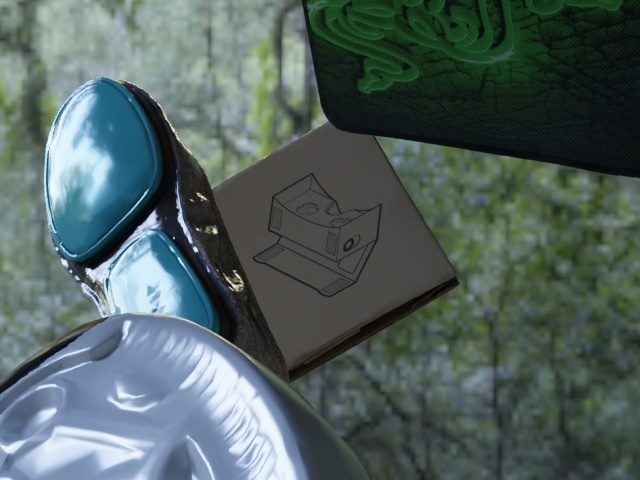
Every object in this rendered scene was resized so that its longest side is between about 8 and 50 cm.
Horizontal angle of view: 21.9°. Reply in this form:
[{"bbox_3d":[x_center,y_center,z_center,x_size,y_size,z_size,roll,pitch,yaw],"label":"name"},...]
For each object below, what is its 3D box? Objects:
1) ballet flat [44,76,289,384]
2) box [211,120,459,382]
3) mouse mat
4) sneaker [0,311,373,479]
[{"bbox_3d":[-0.096,0.017,1.022,0.106,0.107,0.316,42,15,-39],"label":"ballet flat"},{"bbox_3d":[0.000,0.000,1.330,0.164,0.201,0.021,-30,-38,4],"label":"box"},{"bbox_3d":[0.059,-0.107,0.702,0.189,0.152,0.007,13,33,41],"label":"mouse mat"},{"bbox_3d":[0.023,0.177,0.378,0.130,0.236,0.323,-37,35,-4],"label":"sneaker"}]
